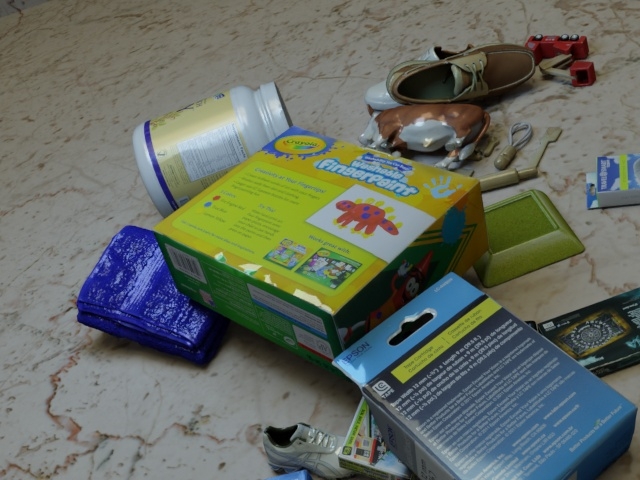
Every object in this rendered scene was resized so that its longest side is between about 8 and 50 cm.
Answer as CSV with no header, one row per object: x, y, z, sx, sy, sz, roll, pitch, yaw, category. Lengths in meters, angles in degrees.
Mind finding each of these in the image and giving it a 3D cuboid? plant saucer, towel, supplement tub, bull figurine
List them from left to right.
-0.305,0.093,1.671,0.308,0.076,0.227,15,68,23,towel
-0.219,-0.197,1.923,0.331,0.241,0.241,-21,38,3,supplement tub
0.199,-0.225,1.844,0.310,0.101,0.188,-3,41,31,bull figurine
0.350,-0.019,1.574,0.188,0.045,0.188,-22,38,3,plant saucer

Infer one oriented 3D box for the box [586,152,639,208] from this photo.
0.572,-0.112,1.575,0.178,0.042,0.109,-5,41,21,box

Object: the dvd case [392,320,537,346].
0.218,0.209,1.389,0.253,0.022,0.180,-8,39,20,dvd case

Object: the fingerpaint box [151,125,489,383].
0.000,0.000,1.504,0.445,0.163,0.371,21,50,39,fingerpaint box

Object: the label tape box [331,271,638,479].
0.221,0.229,1.227,0.249,0.115,0.348,-34,48,-21,label tape box

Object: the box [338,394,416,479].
0.115,0.261,1.312,0.114,0.036,0.207,13,51,18,box

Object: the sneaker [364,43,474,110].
0.232,-0.391,2.020,0.290,0.123,0.106,-12,41,16,sneaker

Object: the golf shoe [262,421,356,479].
-0.008,0.315,1.327,0.176,0.086,0.069,-6,39,19,golf shoe

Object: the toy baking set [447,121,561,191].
0.364,-0.174,1.765,0.256,0.030,0.196,-11,39,15,toy baking set

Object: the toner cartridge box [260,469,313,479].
-0.168,0.454,1.251,0.348,0.075,0.165,-16,39,9,toner cartridge box

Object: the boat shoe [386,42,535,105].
0.306,-0.349,1.897,0.324,0.122,0.120,-12,17,7,boat shoe

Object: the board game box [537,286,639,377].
0.446,0.146,1.343,0.186,0.026,0.126,-20,38,4,board game box

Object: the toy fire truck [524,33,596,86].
0.531,-0.403,1.939,0.192,0.047,0.135,11,50,37,toy fire truck
